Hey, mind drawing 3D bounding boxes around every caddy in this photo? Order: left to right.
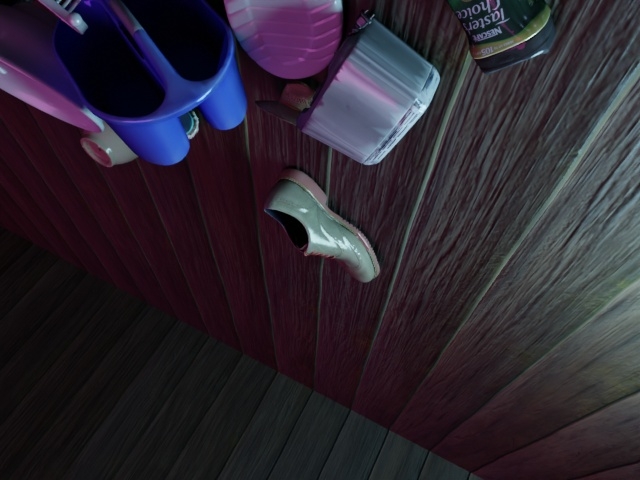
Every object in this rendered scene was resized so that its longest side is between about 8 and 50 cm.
[{"bbox_3d":[-0.269,-0.290,0.766,0.341,0.241,0.179,51,171,25],"label":"caddy"}]

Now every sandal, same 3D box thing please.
[{"bbox_3d":[-0.063,-0.381,0.637,0.170,0.102,0.416,2,158,14],"label":"sandal"}]

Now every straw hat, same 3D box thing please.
[{"bbox_3d":[-0.036,-0.244,0.846,0.145,0.144,0.061,27,112,8],"label":"straw hat"}]

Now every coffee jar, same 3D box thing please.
[{"bbox_3d":[0.195,-0.287,0.560,0.096,0.079,0.184,-8,132,48],"label":"coffee jar"}]

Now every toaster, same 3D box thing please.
[{"bbox_3d":[0.073,-0.220,0.726,0.147,0.129,0.227,32,143,-8],"label":"toaster"}]

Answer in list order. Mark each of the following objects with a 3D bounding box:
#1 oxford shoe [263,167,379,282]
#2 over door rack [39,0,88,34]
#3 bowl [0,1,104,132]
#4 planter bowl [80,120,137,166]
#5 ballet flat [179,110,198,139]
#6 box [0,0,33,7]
[{"bbox_3d":[0.000,0.000,1.114,0.348,0.130,0.123,45,148,-21],"label":"oxford shoe"},{"bbox_3d":[-0.384,-0.471,0.616,0.324,0.239,0.108,38,174,-23],"label":"over door rack"},{"bbox_3d":[-0.513,-0.333,0.889,0.298,0.134,0.298,25,172,4],"label":"bowl"},{"bbox_3d":[-0.541,-0.259,1.247,0.162,0.109,0.162,24,150,15],"label":"planter bowl"},{"bbox_3d":[-0.354,-0.275,1.100,0.241,0.091,0.077,22,179,24],"label":"ballet flat"},{"bbox_3d":[-0.635,-0.553,0.858,0.165,0.143,0.270,-5,134,44],"label":"box"}]
